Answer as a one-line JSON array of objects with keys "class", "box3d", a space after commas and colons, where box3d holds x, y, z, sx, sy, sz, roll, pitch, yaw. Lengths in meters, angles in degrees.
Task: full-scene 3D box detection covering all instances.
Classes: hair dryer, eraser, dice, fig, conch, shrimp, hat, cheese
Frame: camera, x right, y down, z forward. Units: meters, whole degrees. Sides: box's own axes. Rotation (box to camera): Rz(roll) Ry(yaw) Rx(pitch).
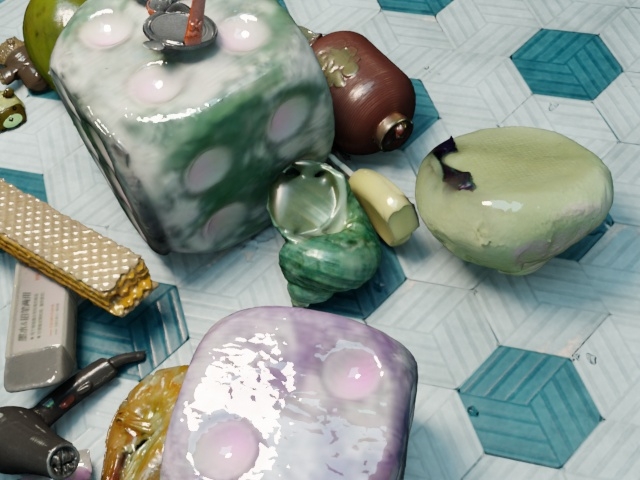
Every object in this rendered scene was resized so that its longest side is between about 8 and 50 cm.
[{"class": "hair dryer", "box3d": [-0.342, 0.223, 1.134, 0.235, 0.091, 0.271, -1, 33, 45]}, {"class": "eraser", "box3d": [-0.418, 0.089, 1.228, 0.089, 0.061, 0.352, -10, 48, -3]}, {"class": "dice", "box3d": [-0.028, 0.256, 1.005, 0.271, 0.270, 0.270, 9, 59, 10]}, {"class": "fig", "box3d": [-0.442, -0.342, 1.455, 0.203, 0.203, 0.225, 4, 79, 7]}, {"class": "conch", "box3d": [-0.001, 0.003, 1.237, 0.196, 0.134, 0.202, 18, 68, 4]}, {"class": "dice", "box3d": [-0.202, -0.200, 1.264, 0.348, 0.328, 0.330, -36, 62, -17]}, {"class": "shrimp", "box3d": [-0.251, 0.304, 1.122, 0.154, 0.062, 0.294, 13, 57, 26]}, {"class": "hat", "box3d": [-0.589, -0.244, 1.482, 0.077, 0.059, 0.076, -21, 54, -3]}, {"class": "cheese", "box3d": [0.071, -0.080, 1.301, 0.050, 0.127, 0.255, -34, 44, -9]}]

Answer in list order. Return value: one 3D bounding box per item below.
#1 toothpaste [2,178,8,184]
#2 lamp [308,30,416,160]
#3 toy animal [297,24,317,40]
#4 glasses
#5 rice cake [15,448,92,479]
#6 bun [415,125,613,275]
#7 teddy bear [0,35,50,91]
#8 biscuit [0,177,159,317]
[{"class": "toothpaste", "box3d": [-0.679, -0.016, 1.343, 0.336, 0.067, 0.081, -15, 58, -5]}, {"class": "lamp", "box3d": [0.054, -0.241, 1.366, 0.180, 0.180, 0.258, -32, 62, -14]}, {"class": "toy animal", "box3d": [-0.112, -0.394, 1.526, 0.236, 0.138, 0.108, 23, 20, -8]}, {"class": "glasses", "box3d": [-0.197, -0.406, 1.049, 0.118, 0.268, 0.234, -11, 54, -24]}, {"class": "rice cake", "box3d": [-0.433, 0.365, 1.099, 0.270, 0.049, 0.055, -26, 74, -13]}, {"class": "bun", "box3d": [0.286, -0.046, 1.223, 0.293, 0.187, 0.293, -2, 33, 2]}, {"class": "teddy bear", "box3d": [-0.571, -0.345, 1.530, 0.160, 0.078, 0.119, 34, 63, 23]}, {"class": "biscuit", "box3d": [-0.421, -0.002, 1.231, 0.378, 0.054, 0.094, 27, 51, 21]}]
